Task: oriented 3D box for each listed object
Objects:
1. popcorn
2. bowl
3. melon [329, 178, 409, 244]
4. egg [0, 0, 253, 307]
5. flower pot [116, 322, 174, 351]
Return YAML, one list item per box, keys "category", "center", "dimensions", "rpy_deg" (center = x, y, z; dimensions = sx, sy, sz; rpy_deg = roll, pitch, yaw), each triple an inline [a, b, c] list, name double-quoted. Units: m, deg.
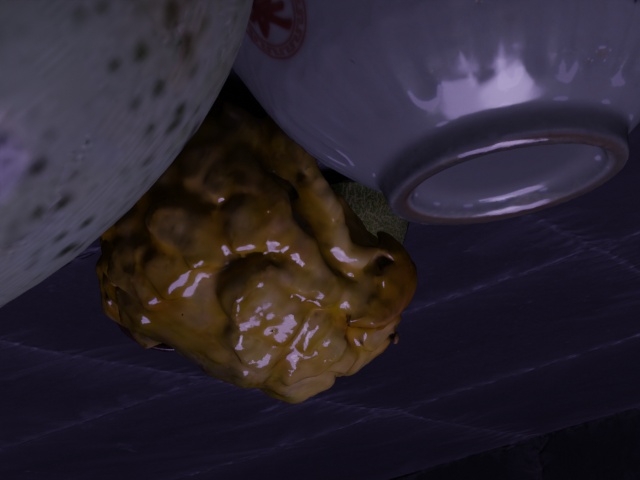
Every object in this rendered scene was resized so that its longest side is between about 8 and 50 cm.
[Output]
- category: "popcorn"
  center: [-0.053, 0.011, 1.222]
  dimensions: [0.250, 0.190, 0.250]
  rpy_deg: [27, 159, 11]
- category: "bowl"
  center: [0.099, -0.105, 1.036]
  dimensions: [0.337, 0.158, 0.337]
  rpy_deg: [-10, 162, -3]
- category: "melon"
  center: [0.000, 0.000, 1.422]
  dimensions: [0.160, 0.079, 0.128]
  rpy_deg: [-14, 164, 8]
- category: "egg"
  center: [-0.210, -0.088, 0.672]
  dimensions: [0.379, 0.288, 0.287]
  rpy_deg: [-13, 163, -5]
- category: "flower pot"
  center: [-0.132, 0.043, 1.462]
  dimensions: [0.111, 0.111, 0.089]
  rpy_deg: [-9, 178, -10]
